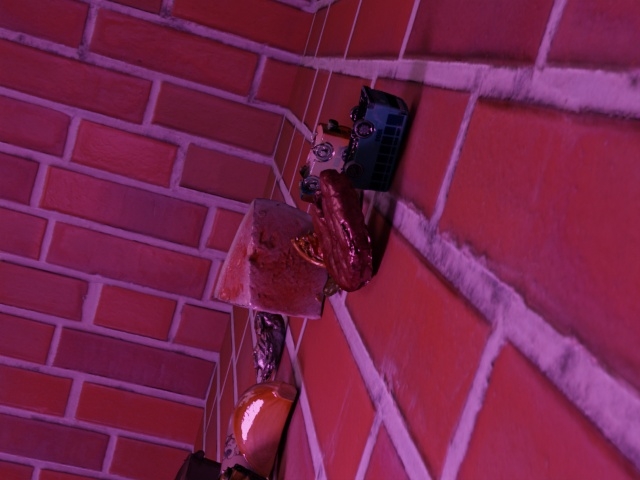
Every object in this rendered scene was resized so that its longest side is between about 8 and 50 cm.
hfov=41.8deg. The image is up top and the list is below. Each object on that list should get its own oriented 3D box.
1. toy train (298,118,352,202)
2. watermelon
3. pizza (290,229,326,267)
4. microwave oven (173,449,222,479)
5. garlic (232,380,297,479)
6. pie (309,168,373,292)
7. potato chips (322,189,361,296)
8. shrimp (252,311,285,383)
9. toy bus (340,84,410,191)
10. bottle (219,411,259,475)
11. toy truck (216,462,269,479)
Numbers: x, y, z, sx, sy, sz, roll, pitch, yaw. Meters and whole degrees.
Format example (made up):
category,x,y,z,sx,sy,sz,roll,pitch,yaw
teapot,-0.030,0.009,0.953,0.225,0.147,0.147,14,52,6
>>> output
category,x,y,z,sx,sy,sz,roll,pitch,yaw
toy train,0.016,-0.163,1.777,0.072,0.099,0.188,-98,26,-59
watermelon,-0.095,0.063,1.730,0.201,0.213,0.261,-97,24,-64
pizza,-0.013,0.008,1.683,0.029,0.099,0.100,87,-168,-61
microwave oven,-0.273,0.659,1.972,0.247,0.188,0.178,-81,16,-51
garlic,-0.114,0.381,1.739,0.115,0.128,0.206,-14,-67,-74
pie,0.034,-0.016,1.387,0.219,0.054,0.204,162,93,-78
potato chips,0.044,0.003,1.603,0.142,0.026,0.209,-111,37,-77
shrimp,-0.133,0.280,2.043,0.090,0.079,0.232,123,154,-75
toy bus,0.090,-0.167,1.385,0.079,0.092,0.160,-103,23,-59
bottle,-0.159,0.483,1.793,0.110,0.110,0.233,115,166,-47
toy truck,-0.179,0.569,1.612,0.257,0.127,0.127,-61,16,-12
